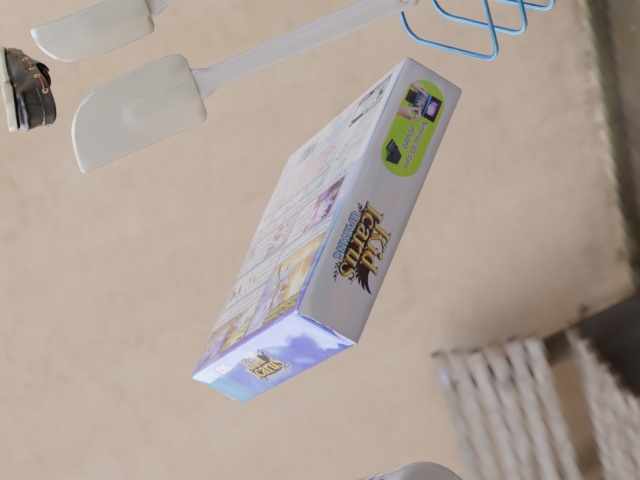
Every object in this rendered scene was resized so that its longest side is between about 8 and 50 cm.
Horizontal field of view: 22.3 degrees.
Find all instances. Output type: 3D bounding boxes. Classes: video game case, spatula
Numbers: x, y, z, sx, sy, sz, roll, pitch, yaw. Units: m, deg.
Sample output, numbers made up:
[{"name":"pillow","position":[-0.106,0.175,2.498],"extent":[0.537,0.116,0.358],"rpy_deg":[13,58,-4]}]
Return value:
[{"name":"video game case","position":[0.000,0.000,1.387],"extent":[0.061,0.244,0.269],"rpy_deg":[30,156,-12]},{"name":"spatula","position":[-0.062,-0.162,0.968],"extent":[0.019,0.242,0.168],"rpy_deg":[29,142,66]}]

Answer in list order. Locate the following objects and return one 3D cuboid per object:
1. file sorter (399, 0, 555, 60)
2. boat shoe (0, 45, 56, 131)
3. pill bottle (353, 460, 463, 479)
[{"name":"file sorter","position":[0.152,-0.248,1.397],"extent":[0.118,0.170,0.104],"rpy_deg":[22,143,42]},{"name":"boat shoe","position":[-0.238,-0.123,1.313],"extent":[0.133,0.042,0.049],"rpy_deg":[-123,26,-61]},{"name":"pill bottle","position":[0.018,0.228,1.157],"extent":[0.193,0.108,0.108],"rpy_deg":[-24,91,42]}]
